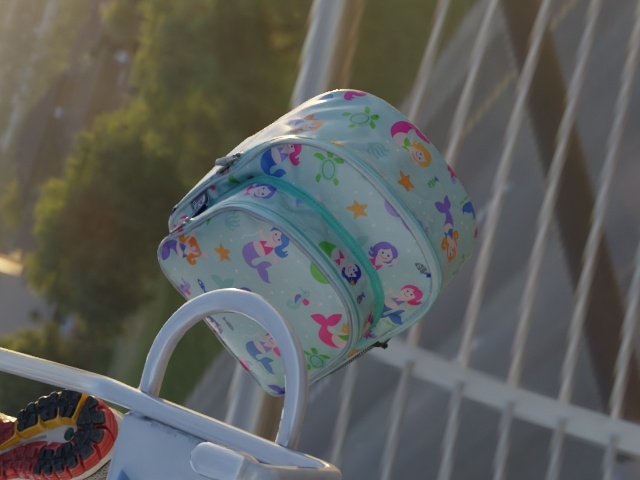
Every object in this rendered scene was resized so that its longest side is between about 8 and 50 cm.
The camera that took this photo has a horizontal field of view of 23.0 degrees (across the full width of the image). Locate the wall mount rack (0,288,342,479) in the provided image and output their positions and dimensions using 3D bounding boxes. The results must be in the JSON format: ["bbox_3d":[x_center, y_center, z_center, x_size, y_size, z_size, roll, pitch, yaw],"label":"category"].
[{"bbox_3d":[-0.154,0.178,0.863,0.130,0.304,0.350,16,-90,-58],"label":"wall mount rack"}]

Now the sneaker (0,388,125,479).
[{"bbox_3d":[-0.233,0.182,1.270,0.225,0.092,0.088,-11,61,35],"label":"sneaker"}]

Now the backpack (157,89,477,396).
[{"bbox_3d":[0.000,0.000,1.378,0.253,0.225,0.191,-33,9,39],"label":"backpack"}]
